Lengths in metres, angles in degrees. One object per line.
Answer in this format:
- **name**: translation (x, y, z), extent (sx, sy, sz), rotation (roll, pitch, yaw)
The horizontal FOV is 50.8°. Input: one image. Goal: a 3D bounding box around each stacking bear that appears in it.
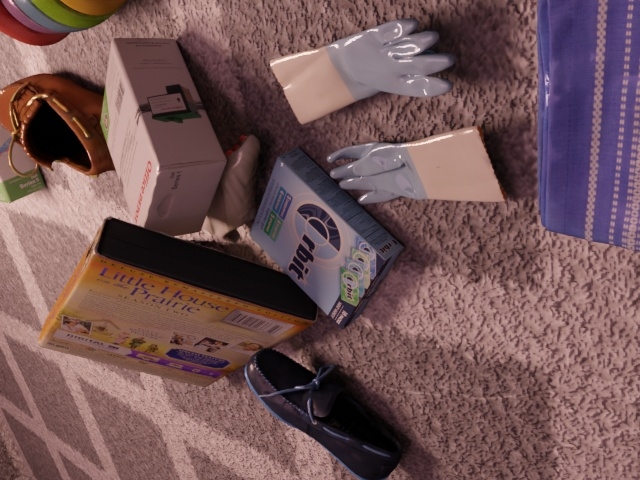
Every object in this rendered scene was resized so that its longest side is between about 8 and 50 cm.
- **stacking bear**: translation (-0.299, -0.357, 0.839), extent (0.289, 0.175, 0.164), rotation (-6, 126, 40)

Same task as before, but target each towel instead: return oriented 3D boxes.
- **towel**: translation (0.311, -0.075, 0.470), extent (0.336, 0.040, 0.243), rotation (17, 128, 39)

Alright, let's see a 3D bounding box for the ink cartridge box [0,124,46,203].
- **ink cartridge box**: translation (-0.677, -0.197, 1.397), extent (0.154, 0.093, 0.213), rotation (11, 124, 42)

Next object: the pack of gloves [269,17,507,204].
- **pack of gloves**: translation (0.073, -0.128, 0.701), extent (0.232, 0.046, 0.195), rotation (1, 128, 50)

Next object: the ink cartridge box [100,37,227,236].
- **ink cartridge box**: translation (-0.215, -0.132, 0.893), extent (0.219, 0.092, 0.160), rotation (65, 147, 25)

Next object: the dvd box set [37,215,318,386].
- **dvd box set**: translation (-0.233, 0.118, 1.020), extent (0.307, 0.062, 0.420), rotation (19, 149, -22)

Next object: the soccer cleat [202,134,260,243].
- **soccer cleat**: translation (-0.110, -0.068, 0.912), extent (0.076, 0.068, 0.196), rotation (35, 139, -2)

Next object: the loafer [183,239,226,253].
- **loafer**: translation (-0.250, 0.044, 1.102), extent (0.302, 0.109, 0.095), rotation (-27, 90, 54)

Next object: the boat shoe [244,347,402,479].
- **boat shoe**: translation (0.012, 0.233, 0.972), extent (0.258, 0.109, 0.089), rotation (34, 132, 3)

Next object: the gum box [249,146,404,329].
- **gum box**: translation (0.000, 0.000, 0.851), extent (0.184, 0.041, 0.157), rotation (45, 140, 16)

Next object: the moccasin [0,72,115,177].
- **moccasin**: translation (-0.438, -0.180, 1.108), extent (0.380, 0.147, 0.139), rotation (27, 133, 33)
